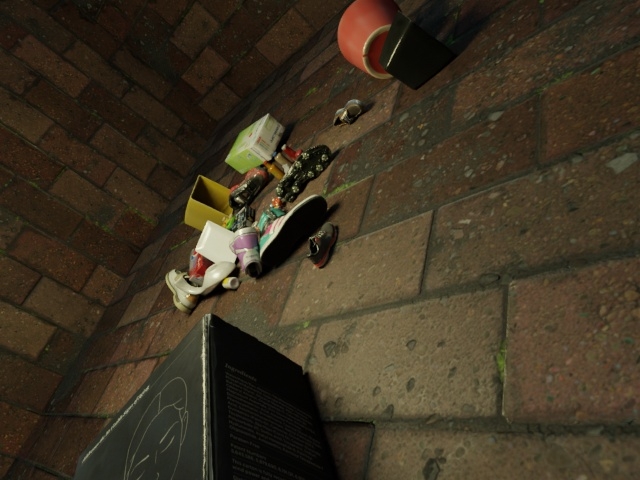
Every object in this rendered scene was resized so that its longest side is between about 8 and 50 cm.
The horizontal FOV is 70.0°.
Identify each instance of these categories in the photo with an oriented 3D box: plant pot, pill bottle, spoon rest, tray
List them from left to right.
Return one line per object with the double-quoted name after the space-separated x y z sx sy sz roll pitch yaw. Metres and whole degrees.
-0.567 -0.161 2.291 0.187 0.212 0.212 -50 24 33 "plant pot"
-0.440 0.150 1.779 0.276 0.084 0.137 -17 23 28 "spoon rest"
-0.413 0.021 1.892 0.270 0.030 0.145 23 89 41 "tray"
-0.335 0.158 1.688 0.083 0.043 0.043 -7 51 54 "pill bottle"
0.220 -0.745 1.715 0.275 0.275 0.243 -41 39 21 "plant pot"
0.298 -0.611 1.501 0.167 0.187 0.188 -54 23 26 "plant pot"

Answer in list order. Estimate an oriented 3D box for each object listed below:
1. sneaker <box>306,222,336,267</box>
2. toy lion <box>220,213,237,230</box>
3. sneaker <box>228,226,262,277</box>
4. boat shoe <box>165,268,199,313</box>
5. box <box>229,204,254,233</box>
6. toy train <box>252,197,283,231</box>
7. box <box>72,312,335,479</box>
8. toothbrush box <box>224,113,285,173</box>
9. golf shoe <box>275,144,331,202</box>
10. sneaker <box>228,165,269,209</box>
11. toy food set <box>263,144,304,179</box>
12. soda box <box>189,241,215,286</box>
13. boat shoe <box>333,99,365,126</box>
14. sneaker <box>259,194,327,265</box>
0.000 0.000 1.328 0.061 0.065 0.158 -27 36 40 "sneaker"
-0.408 -0.061 1.976 0.100 0.034 0.096 -16 50 50 "toy lion"
-0.265 0.062 1.635 0.282 0.102 0.161 131 125 -76 "sneaker"
-0.581 0.197 1.968 0.103 0.113 0.302 -48 39 0 "boat shoe"
-0.375 -0.032 1.976 0.220 0.051 0.175 -42 28 20 "box"
-0.190 -0.096 1.775 0.166 0.046 0.125 -50 25 -2 "toy train"
-0.241 0.487 0.852 0.480 0.297 0.471 -48 28 10 "box"
-0.330 -0.480 2.300 0.283 0.122 0.206 -12 50 49 "toothbrush box"
-0.071 -0.272 1.741 0.273 0.105 0.120 -42 21 18 "golf shoe"
-0.336 -0.233 2.113 0.276 0.098 0.135 -34 31 35 "sneaker"
-0.137 -0.335 1.912 0.232 0.104 0.111 0 57 58 "toy food set"
-0.513 0.099 1.998 0.092 0.083 0.263 -48 27 9 "soda box"
0.109 -0.481 1.762 0.183 0.066 0.066 -13 50 66 "boat shoe"
-0.105 -0.069 1.529 0.295 0.124 0.178 -45 37 16 "sneaker"
